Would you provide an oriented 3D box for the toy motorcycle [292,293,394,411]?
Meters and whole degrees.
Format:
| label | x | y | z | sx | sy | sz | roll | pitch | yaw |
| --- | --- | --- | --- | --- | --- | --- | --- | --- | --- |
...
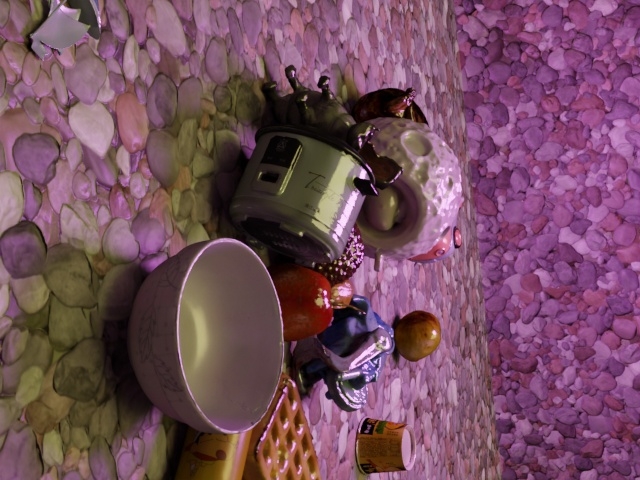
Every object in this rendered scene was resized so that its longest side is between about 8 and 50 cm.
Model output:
| label | x | y | z | sx | sy | sz | roll | pitch | yaw |
| --- | --- | --- | --- | --- | --- | --- | --- | --- | --- |
| toy motorcycle | 0.065 | 0.211 | 1.801 | 0.319 | 0.182 | 0.241 | -53 | 134 | -56 |

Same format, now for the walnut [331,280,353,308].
| label | x | y | z | sx | sy | sz | roll | pitch | yaw |
| --- | --- | --- | --- | --- | --- | --- | --- | --- | --- |
| walnut | 0.025 | 0.099 | 1.758 | 0.121 | 0.091 | 0.052 | -2 | 130 | -47 |

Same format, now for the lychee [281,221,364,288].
| label | x | y | z | sx | sy | sz | roll | pitch | yaw |
| --- | --- | --- | --- | --- | --- | --- | --- | --- | --- |
| lychee | 0.000 | 0.000 | 1.681 | 0.188 | 0.188 | 0.188 | -4 | 90 | -68 |

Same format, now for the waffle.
| label | x | y | z | sx | sy | sz | roll | pitch | yaw |
| --- | --- | --- | --- | --- | --- | --- | --- | --- | --- |
| waffle | -0.086 | 0.429 | 1.518 | 0.224 | 0.098 | 0.327 | -59 | 142 | -52 |

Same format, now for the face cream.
| label | x | y | z | sx | sy | sz | roll | pitch | yaw |
| --- | --- | --- | --- | --- | --- | --- | --- | --- | --- |
| face cream | -0.151 | 0.250 | 1.366 | 0.105 | 0.105 | 0.348 | 59 | 35 | -49 |

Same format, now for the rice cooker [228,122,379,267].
| label | x | y | z | sx | sy | sz | roll | pitch | yaw |
| --- | --- | --- | --- | --- | --- | --- | --- | --- | --- |
| rice cooker | -0.033 | -0.094 | 1.505 | 0.241 | 0.281 | 0.227 | 48 | 60 | -54 |

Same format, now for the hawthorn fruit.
| label | x | y | z | sx | sy | sz | roll | pitch | yaw |
| --- | --- | --- | --- | --- | --- | --- | --- | --- | --- |
| hawthorn fruit | -0.030 | 0.116 | 1.552 | 0.162 | 0.203 | 0.162 | -7 | 90 | -69 |

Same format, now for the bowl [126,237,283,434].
| label | x | y | z | sx | sy | sz | roll | pitch | yaw |
| --- | --- | --- | --- | --- | --- | --- | --- | --- | --- |
| bowl | -0.184 | 0.145 | 1.229 | 0.287 | 0.144 | 0.287 | 27 | 59 | -58 |

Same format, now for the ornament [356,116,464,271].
| label | x | y | z | sx | sy | sz | roll | pitch | yaw |
| --- | --- | --- | --- | --- | --- | --- | --- | --- | --- |
| ornament | 0.161 | -0.122 | 1.900 | 0.337 | 0.337 | 0.337 | -4 | 90 | -68 |

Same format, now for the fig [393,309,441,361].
| label | x | y | z | sx | sy | sz | roll | pitch | yaw |
| --- | --- | --- | --- | --- | --- | --- | --- | --- | --- |
| fig | 0.281 | 0.274 | 2.394 | 0.153 | 0.136 | 0.121 | -46 | 124 | -6 |

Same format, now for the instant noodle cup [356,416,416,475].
| label | x | y | z | sx | sy | sz | roll | pitch | yaw |
| --- | --- | --- | --- | --- | --- | --- | --- | --- | --- |
| instant noodle cup | 0.171 | 0.524 | 2.095 | 0.151 | 0.122 | 0.151 | -6 | 90 | -68 |

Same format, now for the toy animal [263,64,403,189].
| label | x | y | z | sx | sy | sz | roll | pitch | yaw |
| --- | --- | --- | --- | --- | --- | --- | --- | --- | --- |
| toy animal | 0.015 | -0.228 | 1.613 | 0.106 | 0.343 | 0.168 | -38 | 139 | -14 |

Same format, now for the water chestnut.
| label | x | y | z | sx | sy | sz | roll | pitch | yaw |
| --- | --- | --- | --- | --- | --- | --- | --- | --- | --- |
| water chestnut | 0.182 | -0.298 | 2.125 | 0.224 | 0.238 | 0.223 | 16 | 53 | -23 |

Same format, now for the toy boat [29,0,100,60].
| label | x | y | z | sx | sy | sz | roll | pitch | yaw |
| --- | --- | --- | --- | --- | --- | --- | --- | --- | --- |
| toy boat | -0.331 | -0.293 | 1.097 | 0.105 | 0.034 | 0.149 | 44 | 46 | -56 |

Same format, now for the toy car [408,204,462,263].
| label | x | y | z | sx | sy | sz | roll | pitch | yaw |
| --- | --- | --- | --- | --- | --- | --- | --- | --- | --- |
| toy car | 0.302 | -0.077 | 2.458 | 0.212 | 0.181 | 0.270 | 32 | 56 | -51 |
